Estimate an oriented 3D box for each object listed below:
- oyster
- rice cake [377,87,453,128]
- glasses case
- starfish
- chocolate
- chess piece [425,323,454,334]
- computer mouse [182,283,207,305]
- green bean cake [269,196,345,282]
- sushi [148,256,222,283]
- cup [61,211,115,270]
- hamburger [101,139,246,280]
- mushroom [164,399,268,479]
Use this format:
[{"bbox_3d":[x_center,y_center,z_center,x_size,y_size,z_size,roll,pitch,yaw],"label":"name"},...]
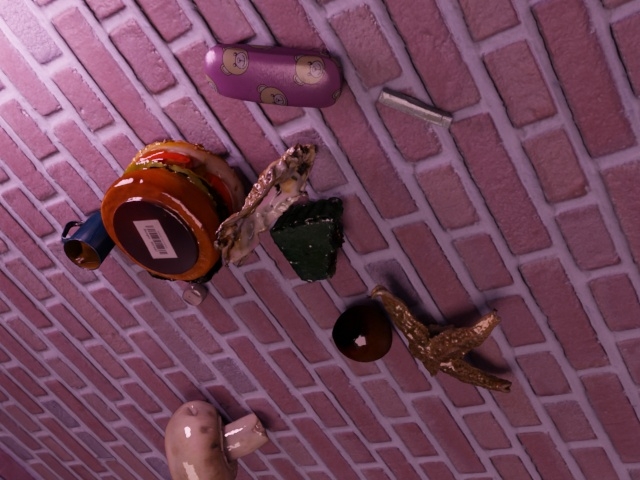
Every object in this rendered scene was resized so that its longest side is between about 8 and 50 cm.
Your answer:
[{"bbox_3d":[-0.139,-0.099,1.647,0.107,0.354,0.201,43,176,23],"label":"oyster"},{"bbox_3d":[0.207,-0.286,1.491,0.170,0.029,0.033,23,130,2],"label":"rice cake"},{"bbox_3d":[-0.105,-0.362,1.515,0.316,0.076,0.123,9,131,14],"label":"glasses case"},{"bbox_3d":[0.339,0.275,1.833,0.323,0.082,0.432,2,135,35],"label":"starfish"},{"bbox_3d":[0.126,0.261,1.913,0.176,0.177,0.177,11,131,13],"label":"chocolate"},{"bbox_3d":[0.320,0.244,1.894,0.092,0.035,0.035,2,129,25],"label":"chess piece"},{"bbox_3d":[-0.380,0.160,2.090,0.066,0.039,0.096,37,140,-10],"label":"computer mouse"},{"bbox_3d":[0.000,0.000,1.762,0.193,0.107,0.208,-13,124,28],"label":"green bean cake"},{"bbox_3d":[-0.390,0.043,1.929,0.225,0.136,0.126,10,127,16],"label":"sushi"},{"bbox_3d":[-0.665,-0.012,1.986,0.150,0.138,0.113,39,131,-13],"label":"cup"},{"bbox_3d":[-0.362,-0.084,1.734,0.329,0.250,0.330,13,131,15],"label":"hamburger"},{"bbox_3d":[-0.394,0.726,2.431,0.353,0.353,0.325,41,151,-15],"label":"mushroom"}]
